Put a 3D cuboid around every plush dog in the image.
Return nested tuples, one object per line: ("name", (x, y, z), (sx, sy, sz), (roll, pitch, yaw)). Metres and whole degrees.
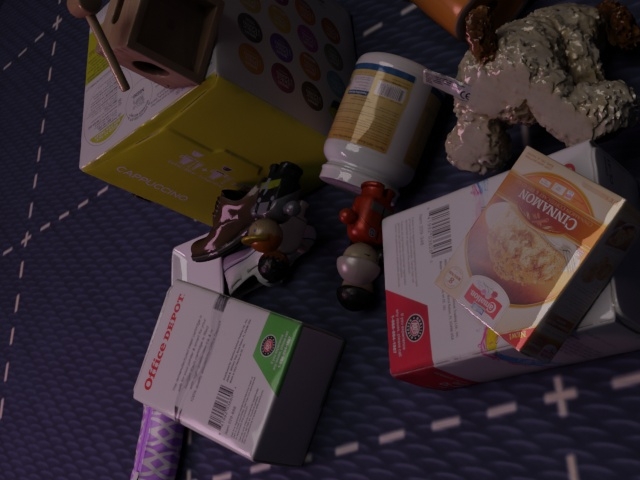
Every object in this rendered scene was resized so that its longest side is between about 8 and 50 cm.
("plush dog", (0.275, -0.227, 1.096), (0.262, 0.210, 0.225), (-14, 21, 45))

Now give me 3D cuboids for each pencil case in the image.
("pencil case", (-0.285, 0.352, 1.478), (0.086, 0.088, 0.206), (-10, 64, 41))

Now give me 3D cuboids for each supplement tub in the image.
("supplement tub", (0.090, -0.165, 1.289), (0.144, 0.144, 0.199), (18, 85, 48))

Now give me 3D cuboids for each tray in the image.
("tray", (-0.212, 0.124, 1.537), (0.145, 0.030, 0.270), (-21, 63, 40))

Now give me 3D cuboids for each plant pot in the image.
("plant pot", (0.204, -0.400, 1.259), (0.205, 0.205, 0.188), (-41, 62, 25))

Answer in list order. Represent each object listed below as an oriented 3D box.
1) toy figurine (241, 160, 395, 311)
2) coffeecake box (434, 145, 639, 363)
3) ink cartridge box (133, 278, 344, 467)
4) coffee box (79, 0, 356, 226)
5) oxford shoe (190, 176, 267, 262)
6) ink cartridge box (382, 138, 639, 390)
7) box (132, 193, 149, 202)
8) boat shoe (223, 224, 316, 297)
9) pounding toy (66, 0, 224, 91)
("toy figurine", (0.000, 0.000, 1.235), (0.210, 0.213, 0.148), (14, 73, 4))
("coffeecake box", (0.233, 0.014, 0.923), (0.185, 0.068, 0.142), (-57, 44, 8))
("ink cartridge box", (-0.133, 0.200, 1.342), (0.289, 0.122, 0.211), (16, 84, 40))
("coffee box", (-0.164, -0.258, 1.448), (0.338, 0.338, 0.334), (-26, 55, 35))
("oxford shoe", (-0.144, -0.037, 1.427), (0.227, 0.083, 0.096), (-32, 94, 32))
("ink cartridge box", (0.233, 0.044, 1.055), (0.306, 0.131, 0.226), (-19, 59, 37))
("box", (-0.358, -0.207, 1.847), (0.190, 0.045, 0.184), (-50, 41, 18))
("boat shoe", (-0.080, 0.040, 1.432), (0.226, 0.083, 0.075), (-28, 63, 50))
("pounding toy", (-0.255, -0.278, 1.147), (0.094, 0.206, 0.181), (5, 78, 46))
